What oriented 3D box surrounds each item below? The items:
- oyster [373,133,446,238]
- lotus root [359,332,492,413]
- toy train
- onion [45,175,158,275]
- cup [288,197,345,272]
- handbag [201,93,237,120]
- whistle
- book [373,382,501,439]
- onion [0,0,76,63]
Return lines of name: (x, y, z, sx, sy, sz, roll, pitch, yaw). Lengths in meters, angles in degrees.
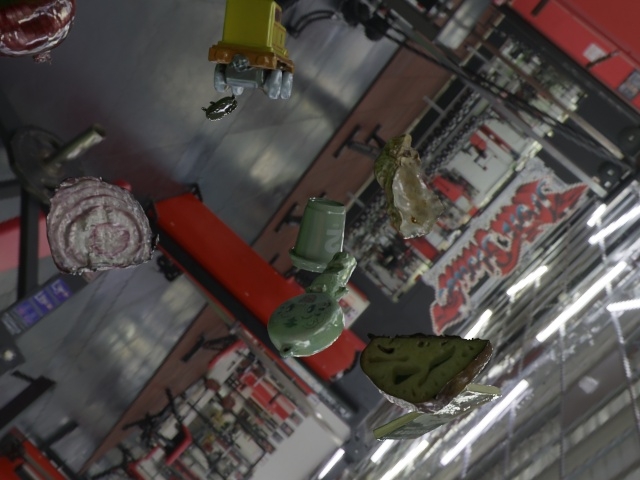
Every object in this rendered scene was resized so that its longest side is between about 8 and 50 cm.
oyster: (0.185, -0.118, 1.439, 0.107, 0.232, 0.162, -15, 177, 40)
lotus root: (0.207, 0.269, 1.309, 0.170, 0.261, 0.074, -67, 146, -34)
toy train: (-0.086, -0.259, 0.867, 0.219, 0.089, 0.127, -61, 159, -77)
onion: (-0.636, -0.033, 1.796, 0.314, 0.280, 0.146, -7, 168, -44)
cup: (0.002, -0.012, 1.293, 0.120, 0.120, 0.141, -25, 128, -73)
handbag: (-0.298, -0.401, 1.926, 0.111, 0.047, 0.072, -25, 157, 18)
whistle: (-0.004, 0.110, 1.074, 0.126, 0.067, 0.258, -2, -146, 29)
book: (0.282, 0.412, 1.523, 0.264, 0.027, 0.202, -36, 148, 24)
onion: (-0.754, -0.551, 1.646, 0.273, 0.273, 0.285, -44, 144, -29)
